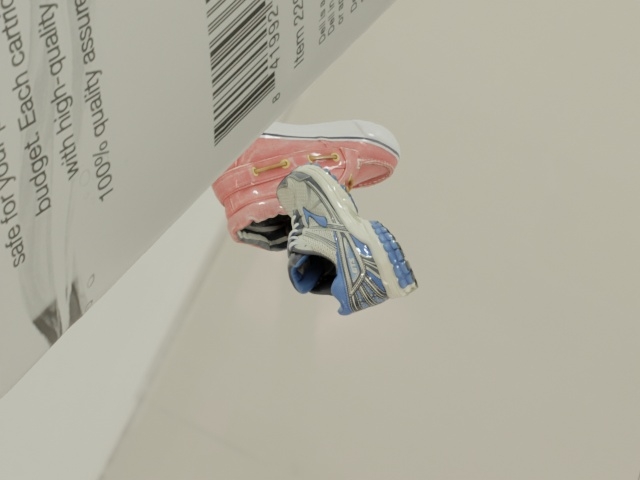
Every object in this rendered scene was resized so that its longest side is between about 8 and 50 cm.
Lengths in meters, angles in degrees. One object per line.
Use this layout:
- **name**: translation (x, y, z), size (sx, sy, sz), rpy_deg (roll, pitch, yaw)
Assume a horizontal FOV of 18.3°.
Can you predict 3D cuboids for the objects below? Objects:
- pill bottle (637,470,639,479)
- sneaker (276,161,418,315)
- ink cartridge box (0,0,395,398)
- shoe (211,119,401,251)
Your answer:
- **pill bottle**: translation (0.236, 0.019, 0.830), size (0.160, 0.283, 0.160), rpy_deg (14, -1, 0)
- **sneaker**: translation (0.000, 0.000, 1.170), size (0.135, 0.058, 0.052), rpy_deg (43, -19, 52)
- **ink cartridge box**: translation (-0.102, -0.082, 0.481), size (0.122, 0.211, 0.289), rpy_deg (24, 51, 24)
- **shoe**: translation (-0.005, -0.035, 1.350), size (0.178, 0.063, 0.081), rpy_deg (2, 59, -44)
